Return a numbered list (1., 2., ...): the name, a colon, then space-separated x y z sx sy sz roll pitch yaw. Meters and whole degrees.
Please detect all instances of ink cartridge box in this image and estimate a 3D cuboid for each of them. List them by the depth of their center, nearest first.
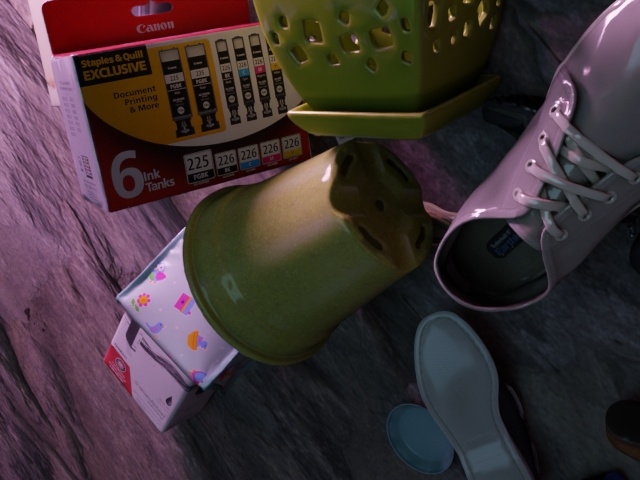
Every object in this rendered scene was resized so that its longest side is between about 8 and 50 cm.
1. ink cartridge box: -0.191 -0.213 1.046 0.130 0.310 0.271 20 124 56
2. ink cartridge box: -0.273 0.196 1.425 0.197 0.114 0.272 46 129 17

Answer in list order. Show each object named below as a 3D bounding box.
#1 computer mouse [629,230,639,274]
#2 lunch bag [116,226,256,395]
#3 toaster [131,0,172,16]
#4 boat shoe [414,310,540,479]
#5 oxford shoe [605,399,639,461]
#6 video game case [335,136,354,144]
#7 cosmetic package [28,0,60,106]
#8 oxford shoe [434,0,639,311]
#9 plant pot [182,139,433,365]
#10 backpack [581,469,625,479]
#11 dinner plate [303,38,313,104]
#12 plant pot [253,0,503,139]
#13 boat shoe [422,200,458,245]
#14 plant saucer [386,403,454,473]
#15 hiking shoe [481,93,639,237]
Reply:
1. computer mouse: 0.417 -0.045 0.816 0.071 0.041 0.242 41 128 21
2. lunch bag: -0.151 0.081 1.221 0.262 0.160 0.223 -46 72 -3
3. toaster: -0.267 -0.400 1.139 0.168 0.186 0.110 31 132 27
4. boat shoe: 0.217 0.232 1.054 0.114 0.091 0.302 -17 94 22
5. oxford shoe: 0.448 0.255 0.904 0.212 0.076 0.076 19 148 30
6. video game case: 0.036 -0.207 1.083 0.087 0.011 0.122 -20 94 43
7. cosmetic package: -0.406 -0.393 1.305 0.160 0.113 0.309 3 108 38
8. oxford shoe: 0.263 -0.072 0.775 0.169 0.130 0.449 41 129 8
9. plant pot: 0.000 0.000 1.018 0.254 0.276 0.276 -30 87 42
10. backpack: 0.349 0.370 0.996 0.120 0.101 0.097 -40 73 45
11. dinner plate: -0.023 -0.223 1.110 0.141 0.017 0.141 26 128 39
12. plant pot: 0.080 -0.239 0.899 0.228 0.227 0.207 9 118 36
13. boat shoe: 0.149 -0.017 1.040 0.153 0.048 0.056 16 117 34
14. plant saucer: 0.158 0.303 1.177 0.119 0.021 0.119 16 117 35
15. hiking shoe: 0.277 -0.089 0.882 0.227 0.086 0.114 32 121 25
